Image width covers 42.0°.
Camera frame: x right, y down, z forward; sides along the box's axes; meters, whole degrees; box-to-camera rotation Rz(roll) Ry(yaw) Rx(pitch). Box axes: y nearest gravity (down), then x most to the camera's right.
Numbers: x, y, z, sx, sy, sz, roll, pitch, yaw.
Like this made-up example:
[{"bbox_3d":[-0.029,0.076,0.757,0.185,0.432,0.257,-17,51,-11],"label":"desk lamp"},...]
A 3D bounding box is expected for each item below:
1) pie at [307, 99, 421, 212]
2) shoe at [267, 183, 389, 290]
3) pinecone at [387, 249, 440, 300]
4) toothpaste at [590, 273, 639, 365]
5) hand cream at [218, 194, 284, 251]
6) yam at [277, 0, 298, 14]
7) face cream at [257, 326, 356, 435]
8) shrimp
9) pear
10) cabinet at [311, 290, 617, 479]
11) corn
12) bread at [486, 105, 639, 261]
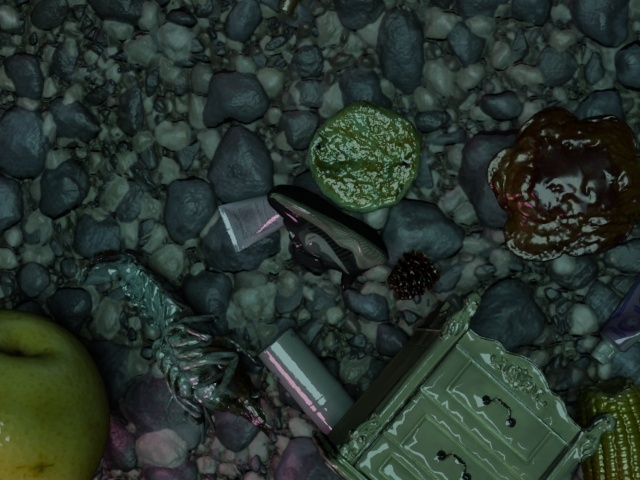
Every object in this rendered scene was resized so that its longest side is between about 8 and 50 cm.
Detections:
[{"bbox_3d":[0.074,-0.136,1.364,0.187,0.041,0.186,0,93,7],"label":"pie"},{"bbox_3d":[0.000,0.000,1.338,0.228,0.099,0.112,28,112,-18],"label":"shoe"},{"bbox_3d":[0.149,0.059,1.350,0.077,0.077,0.083,45,57,2],"label":"pinecone"},{"bbox_3d":[0.533,0.074,1.322,0.075,0.048,0.301,39,90,31],"label":"toothpaste"},{"bbox_3d":[-0.096,-0.042,1.393,0.142,0.053,0.084,-21,90,23],"label":"hand cream"},{"bbox_3d":[-0.031,-0.442,1.363,0.032,0.032,0.145,23,97,5],"label":"yam"},{"bbox_3d":[0.004,0.261,1.378,0.077,0.077,0.250,-41,88,7],"label":"face cream"},{"bbox_3d":[-0.229,0.174,1.370,0.410,0.166,0.221,54,131,14],"label":"shrimp"},{"bbox_3d":[-0.503,0.285,1.313,0.349,0.348,0.348,0,94,7],"label":"pear"},{"bbox_3d":[0.204,0.288,1.241,0.290,0.227,0.318,42,82,1],"label":"cabinet"},{"bbox_3d":[0.476,0.388,1.308,0.131,0.131,0.344,-9,92,7],"label":"corn"},{"bbox_3d":[0.384,-0.093,1.283,0.247,0.135,0.232,-17,91,8],"label":"bread"}]
